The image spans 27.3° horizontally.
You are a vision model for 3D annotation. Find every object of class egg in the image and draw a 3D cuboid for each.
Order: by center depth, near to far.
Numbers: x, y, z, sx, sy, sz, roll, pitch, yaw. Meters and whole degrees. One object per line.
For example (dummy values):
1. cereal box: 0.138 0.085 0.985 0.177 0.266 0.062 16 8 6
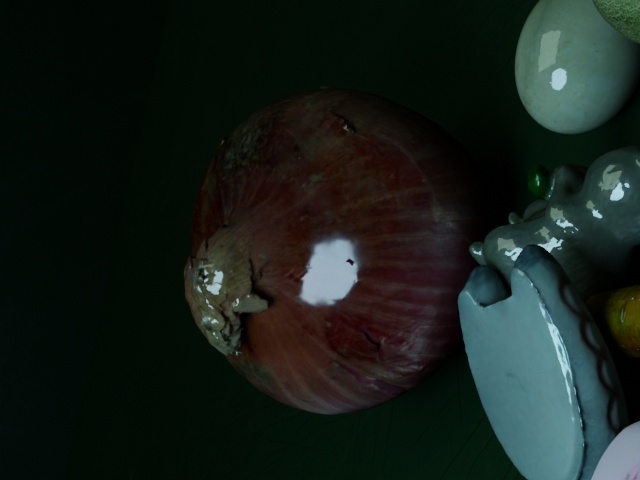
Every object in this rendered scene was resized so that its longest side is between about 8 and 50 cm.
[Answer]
1. egg: 0.233 -0.169 1.172 0.114 0.114 0.152 12 86 69

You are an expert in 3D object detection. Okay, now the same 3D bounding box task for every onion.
1. onion: 0.013 0.008 1.372 0.354 0.354 0.353 -166 90 -69

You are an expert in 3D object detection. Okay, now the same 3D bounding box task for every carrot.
1. carrot: 0.278 0.051 0.981 0.260 0.070 0.070 158 124 -66

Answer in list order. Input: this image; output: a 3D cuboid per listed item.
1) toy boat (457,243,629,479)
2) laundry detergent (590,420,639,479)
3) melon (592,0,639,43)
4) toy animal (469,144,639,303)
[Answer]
1. toy boat: 0.190 0.107 1.070 0.134 0.079 0.207 -31 77 56
2. laundry detergent: 0.282 0.226 0.823 0.335 0.088 0.159 -147 68 -68
3. melon: 0.283 -0.221 1.046 0.192 0.139 0.139 -150 75 -70
4. toy animal: 0.246 -0.021 1.097 0.236 0.138 0.108 -28 4 35
